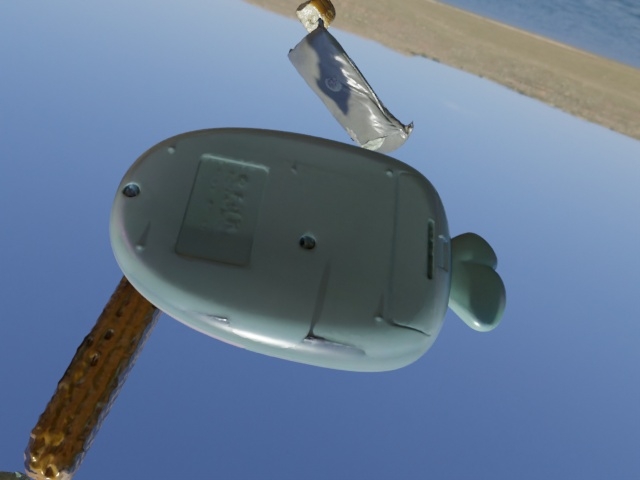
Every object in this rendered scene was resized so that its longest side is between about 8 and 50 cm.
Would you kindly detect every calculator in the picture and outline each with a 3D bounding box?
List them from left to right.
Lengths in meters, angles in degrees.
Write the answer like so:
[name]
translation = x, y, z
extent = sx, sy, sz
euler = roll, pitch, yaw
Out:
[calculator]
translation = 0.000, 0.000, 0.443
extent = 0.299, 0.041, 0.185
euler = 13, -122, -6

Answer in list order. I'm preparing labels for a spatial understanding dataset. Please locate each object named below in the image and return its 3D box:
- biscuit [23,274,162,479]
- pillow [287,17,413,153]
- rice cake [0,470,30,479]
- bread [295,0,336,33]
[biscuit]
translation = -0.209, 0.081, 0.670
extent = 0.054, 0.094, 0.378
euler = 26, -125, -7
[pillow]
translation = 0.041, -0.245, 1.027
extent = 0.255, 0.059, 0.169
euler = 47, 164, -16
[rice cake]
translation = -0.321, 0.222, 0.539
extent = 0.121, 0.022, 0.021
euler = -4, -129, 5
[bread]
translation = -0.010, -0.563, 1.490
extent = 0.083, 0.077, 0.070
euler = 52, -146, -28
